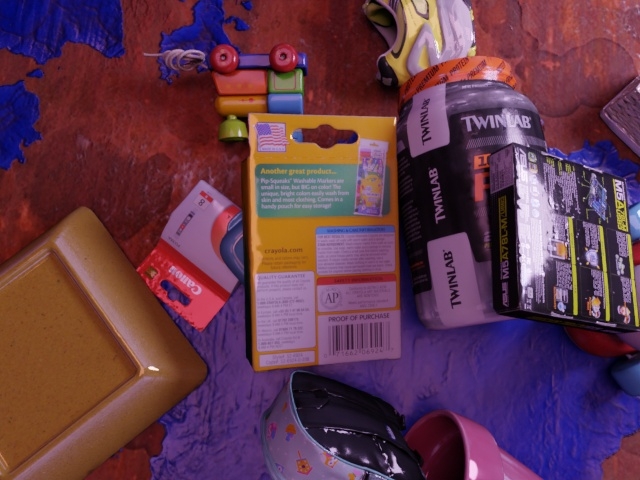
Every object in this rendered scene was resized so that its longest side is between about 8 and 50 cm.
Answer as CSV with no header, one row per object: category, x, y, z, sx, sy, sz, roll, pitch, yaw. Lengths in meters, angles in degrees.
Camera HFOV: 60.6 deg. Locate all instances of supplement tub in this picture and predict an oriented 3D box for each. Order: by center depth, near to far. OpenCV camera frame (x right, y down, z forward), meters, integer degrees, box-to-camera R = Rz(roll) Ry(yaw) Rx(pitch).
supplement tub,0.210,-0.057,0.745,0.207,0.207,0.338,-8,79,-1

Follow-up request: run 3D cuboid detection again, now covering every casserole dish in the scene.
casserole dish,-0.059,0.035,0.786,0.114,0.037,0.188,-42,101,-10

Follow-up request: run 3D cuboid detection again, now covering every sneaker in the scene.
sneaker,0.136,-0.418,0.849,0.147,0.145,0.385,-7,78,-1

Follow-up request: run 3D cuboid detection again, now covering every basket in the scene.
basket,0.534,-0.185,0.820,0.113,0.103,0.167,-41,82,-6

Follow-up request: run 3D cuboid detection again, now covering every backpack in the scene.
backpack,0.013,0.259,0.685,0.188,0.166,0.144,36,106,-24

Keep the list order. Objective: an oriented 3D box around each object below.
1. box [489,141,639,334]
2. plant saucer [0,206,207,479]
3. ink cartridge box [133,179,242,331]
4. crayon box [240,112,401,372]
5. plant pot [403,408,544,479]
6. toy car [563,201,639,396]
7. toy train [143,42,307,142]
box,0.277,0.001,0.621,0.184,0.045,0.191,12,71,-25
plant saucer,-0.388,0.163,0.767,0.332,0.081,0.333,-38,81,-5
ink cartridge box,-0.177,0.021,0.816,0.145,0.045,0.179,37,79,7
crayon box,0.000,0.000,0.738,0.203,0.083,0.323,-2,93,-15
plant pot,0.198,0.340,0.687,0.180,0.201,0.202,25,80,-11
toy car,0.434,0.073,0.695,0.210,0.238,0.219,-33,81,4
toy train,-0.143,-0.215,0.839,0.247,0.105,0.144,-1,92,0
